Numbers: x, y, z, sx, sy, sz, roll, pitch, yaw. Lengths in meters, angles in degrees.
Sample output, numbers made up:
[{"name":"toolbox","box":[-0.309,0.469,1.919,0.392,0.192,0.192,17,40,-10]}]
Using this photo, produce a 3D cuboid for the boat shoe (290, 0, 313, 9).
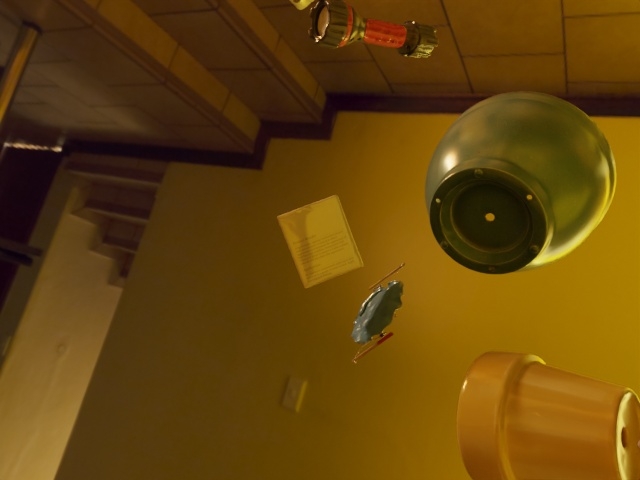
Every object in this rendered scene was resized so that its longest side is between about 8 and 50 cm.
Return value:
[{"name":"boat shoe","box":[-0.100,-0.383,0.651,0.277,0.098,0.096,17,134,-41]}]

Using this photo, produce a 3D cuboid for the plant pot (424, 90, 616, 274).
[{"name":"plant pot","box":[0.288,-0.066,0.800,0.293,0.293,0.196,10,-149,33]}]

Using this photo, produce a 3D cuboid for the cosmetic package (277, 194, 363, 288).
[{"name":"cosmetic package","box":[0.000,0.000,1.238,0.151,0.184,0.151,-20,-178,1]}]

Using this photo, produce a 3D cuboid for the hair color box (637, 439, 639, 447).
[{"name":"hair color box","box":[0.458,0.238,0.607,0.053,0.093,0.167,-13,131,-9]}]

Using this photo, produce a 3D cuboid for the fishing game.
[{"name":"fishing game","box":[0.143,0.178,1.227,0.041,0.264,0.189,38,123,-13]}]

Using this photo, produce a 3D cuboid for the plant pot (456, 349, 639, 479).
[{"name":"plant pot","box":[0.405,0.323,0.875,0.254,0.254,0.239,25,157,-39]}]

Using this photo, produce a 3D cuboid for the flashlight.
[{"name":"flashlight","box":[0.127,-0.465,1.131,0.304,0.103,0.103,-2,159,-28]}]
